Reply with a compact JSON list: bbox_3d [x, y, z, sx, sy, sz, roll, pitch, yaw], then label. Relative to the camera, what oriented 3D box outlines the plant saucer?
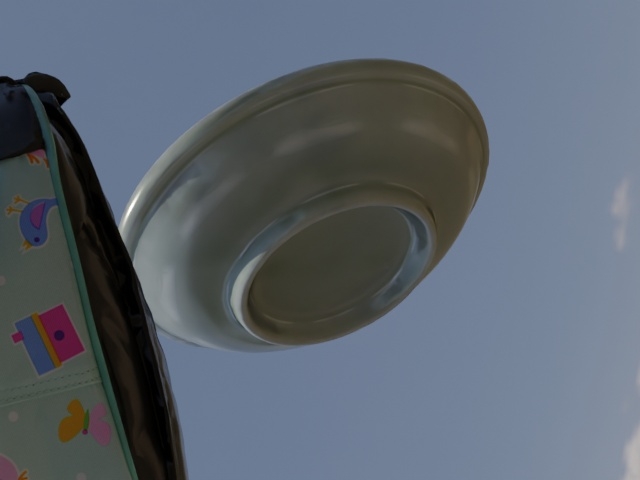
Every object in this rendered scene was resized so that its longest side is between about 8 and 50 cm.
[{"bbox_3d":[0.000,0.000,1.637,0.400,0.400,0.100,73,171,-53],"label":"plant saucer"}]

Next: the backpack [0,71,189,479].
[{"bbox_3d":[-0.117,0.061,0.557,0.188,0.144,0.166,66,166,5],"label":"backpack"}]
